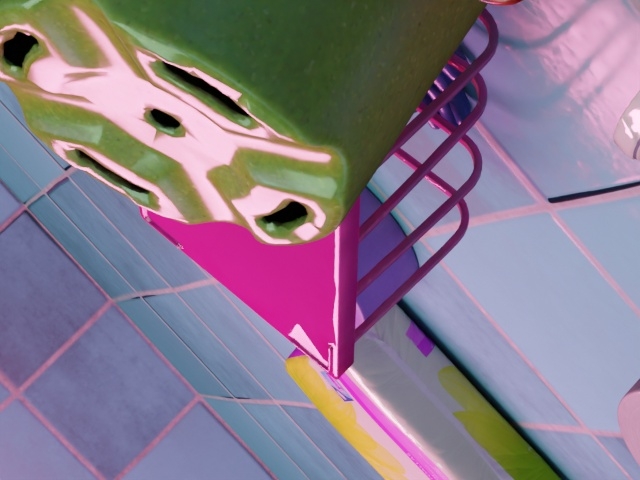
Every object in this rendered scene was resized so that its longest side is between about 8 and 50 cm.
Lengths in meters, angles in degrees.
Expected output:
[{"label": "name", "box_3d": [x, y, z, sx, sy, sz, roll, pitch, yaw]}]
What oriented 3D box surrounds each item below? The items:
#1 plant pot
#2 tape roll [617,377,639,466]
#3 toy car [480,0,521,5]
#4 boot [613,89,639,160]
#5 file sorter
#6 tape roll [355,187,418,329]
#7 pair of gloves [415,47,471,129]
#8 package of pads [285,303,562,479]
[{"label": "plant pot", "box_3d": [-0.022, -0.148, 0.644, 0.276, 0.254, 0.276, 22, 158, 9]}, {"label": "tape roll", "box_3d": [0.321, 0.161, 0.988, 0.219, 0.072, 0.219, 40, 162, 15]}, {"label": "toy car", "box_3d": [0.148, -0.204, 0.497, 0.225, 0.053, 0.239, 6, 97, 33]}, {"label": "boot", "box_3d": [0.216, -0.070, 0.706, 0.086, 0.069, 0.190, 46, 162, 11]}, {"label": "file sorter", "box_3d": [-0.002, -0.091, 0.919, 0.202, 0.182, 0.290, 38, 156, 21]}, {"label": "tape roll", "box_3d": [0.000, 0.000, 1.352, 0.189, 0.080, 0.189, 41, 163, 16]}, {"label": "pair of gloves", "box_3d": [0.035, -0.146, 1.032, 0.198, 0.023, 0.159, 8, 138, 57]}, {"label": "package of pads", "box_3d": [0.107, 0.204, 1.530, 0.296, 0.101, 0.229, 48, 162, -5]}]
